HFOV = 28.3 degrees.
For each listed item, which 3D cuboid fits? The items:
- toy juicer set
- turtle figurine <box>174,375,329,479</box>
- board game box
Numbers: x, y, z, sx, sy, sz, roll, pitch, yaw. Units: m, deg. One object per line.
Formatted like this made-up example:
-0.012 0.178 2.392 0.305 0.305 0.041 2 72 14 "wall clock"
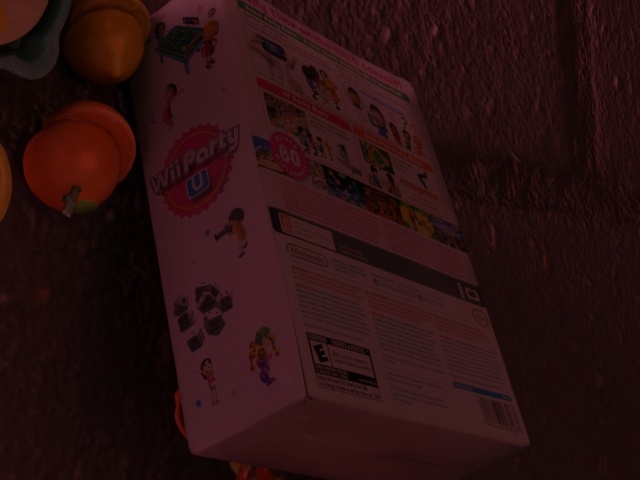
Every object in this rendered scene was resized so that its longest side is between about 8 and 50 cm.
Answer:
-0.174 -0.165 0.740 0.209 0.089 0.329 -5 88 -50 "toy juicer set"
-0.025 0.127 0.863 0.217 0.087 0.270 30 39 -38 "turtle figurine"
0.000 0.000 0.836 0.224 0.097 0.303 22 46 -46 "board game box"
